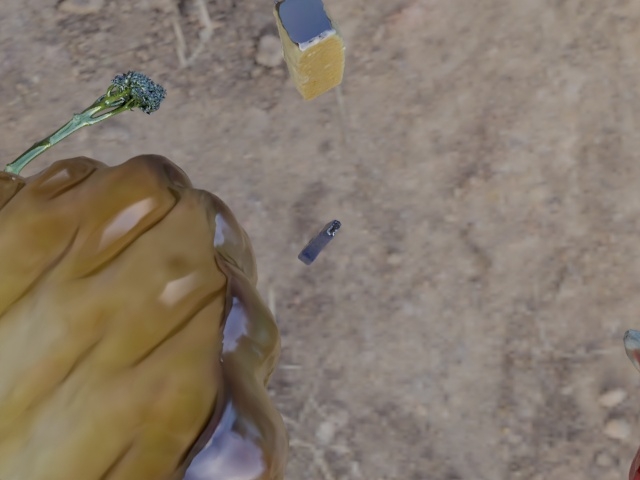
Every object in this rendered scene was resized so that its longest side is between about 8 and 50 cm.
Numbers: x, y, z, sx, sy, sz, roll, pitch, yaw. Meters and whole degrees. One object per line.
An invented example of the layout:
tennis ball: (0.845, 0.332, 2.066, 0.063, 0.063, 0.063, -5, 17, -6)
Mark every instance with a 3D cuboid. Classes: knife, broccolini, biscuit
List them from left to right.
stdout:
biscuit: (-0.151, 0.105, 0.607, 0.107, 0.326, 0.326, 50, 57, -40)
broccolini: (-0.241, -0.114, 1.422, 0.054, 0.194, 0.052, 53, 13, -20)
biscuit: (-0.011, -0.177, 1.268, 0.052, 0.188, 0.056, -32, 82, -3)
knife: (0.000, 0.000, 1.521, 0.018, 0.121, 0.031, 37, 70, -1)

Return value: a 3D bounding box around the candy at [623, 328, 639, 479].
candy: (0.185, 0.127, 0.625, 0.059, 0.086, 0.292, -54, 145, -20)
